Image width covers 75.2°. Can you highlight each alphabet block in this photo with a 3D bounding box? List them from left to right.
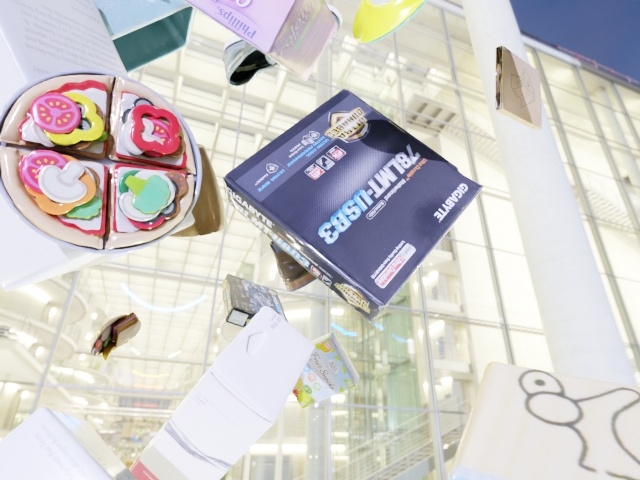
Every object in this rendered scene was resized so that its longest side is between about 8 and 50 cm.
[{"bbox_3d":[0.252,0.270,0.428,0.192,0.193,0.197,4,19,32],"label":"alphabet block"}]

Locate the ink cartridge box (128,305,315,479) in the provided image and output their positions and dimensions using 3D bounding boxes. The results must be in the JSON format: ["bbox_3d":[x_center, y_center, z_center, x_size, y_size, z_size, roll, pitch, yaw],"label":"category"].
[{"bbox_3d":[-0.155,0.270,0.670,0.117,0.207,0.283,40,-67,1],"label":"ink cartridge box"}]

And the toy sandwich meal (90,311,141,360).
[{"bbox_3d":[-0.327,0.154,0.666,0.029,0.085,0.085,33,-29,7],"label":"toy sandwich meal"}]

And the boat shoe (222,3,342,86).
[{"bbox_3d":[-0.093,-0.430,0.943,0.320,0.099,0.116,-4,-17,31],"label":"boat shoe"}]

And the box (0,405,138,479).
[{"bbox_3d":[-0.267,0.297,0.395,0.181,0.182,0.119,37,-27,15],"label":"box"}]

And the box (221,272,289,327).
[{"bbox_3d":[-0.196,0.188,1.220,0.175,0.220,0.051,23,-78,-24],"label":"box"}]

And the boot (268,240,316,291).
[{"bbox_3d":[0.000,0.000,0.843,0.106,0.219,0.082,61,-22,-16],"label":"boot"}]

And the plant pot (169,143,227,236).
[{"bbox_3d":[-0.418,-0.168,1.293,0.237,0.237,0.254,1,-69,-1],"label":"plant pot"}]

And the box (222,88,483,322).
[{"bbox_3d":[0.057,-0.074,0.650,0.293,0.295,0.073,39,-29,14],"label":"box"}]

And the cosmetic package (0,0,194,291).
[{"bbox_3d":[-0.374,-0.189,0.559,0.162,0.453,0.230,-23,4,12],"label":"cosmetic package"}]

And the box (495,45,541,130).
[{"bbox_3d":[0.509,-0.385,1.064,0.201,0.164,0.021,6,-6,-37],"label":"box"}]

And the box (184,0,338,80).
[{"bbox_3d":[-0.107,-0.379,0.661,0.214,0.243,0.117,34,-73,3],"label":"box"}]

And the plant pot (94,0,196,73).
[{"bbox_3d":[-0.421,-0.485,0.800,0.252,0.247,0.248,60,-15,-16],"label":"plant pot"}]

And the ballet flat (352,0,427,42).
[{"bbox_3d":[0.114,-0.310,0.449,0.231,0.077,0.077,-23,-24,34],"label":"ballet flat"}]

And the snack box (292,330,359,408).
[{"bbox_3d":[-0.010,0.411,1.322,0.207,0.174,0.070,-30,0,18],"label":"snack box"}]

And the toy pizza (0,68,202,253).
[{"bbox_3d":[-0.223,-0.086,0.439,0.201,0.201,0.032,19,-16,-30],"label":"toy pizza"}]
